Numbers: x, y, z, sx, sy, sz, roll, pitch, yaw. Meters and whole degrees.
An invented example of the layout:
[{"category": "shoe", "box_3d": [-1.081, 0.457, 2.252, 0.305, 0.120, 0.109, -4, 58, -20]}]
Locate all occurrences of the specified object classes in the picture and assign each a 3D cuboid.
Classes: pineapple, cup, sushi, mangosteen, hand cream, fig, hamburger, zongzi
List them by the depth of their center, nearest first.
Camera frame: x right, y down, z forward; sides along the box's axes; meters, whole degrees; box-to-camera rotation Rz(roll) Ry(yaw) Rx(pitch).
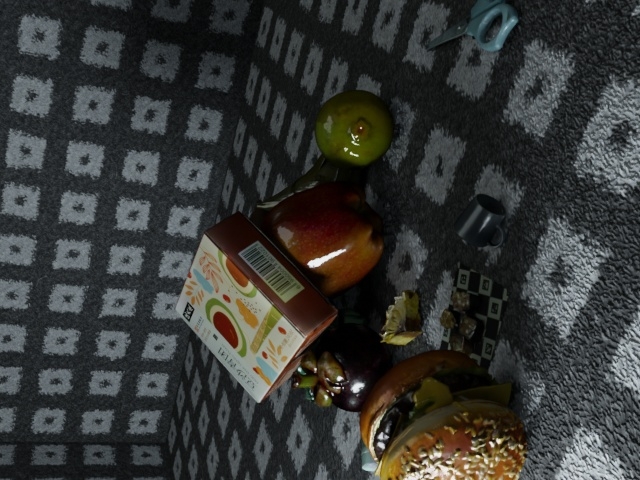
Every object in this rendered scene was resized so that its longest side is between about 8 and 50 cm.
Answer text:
[{"category": "hamburger", "box_3d": [0.217, 0.352, 1.245, 0.225, 0.291, 0.290, -122, 44, -52]}, {"category": "cup", "box_3d": [0.317, -0.033, 1.374, 0.100, 0.078, 0.077, 43, 127, 22]}, {"category": "sushi", "box_3d": [0.283, 0.165, 1.426, 0.193, 0.040, 0.210, -144, 63, -65]}, {"category": "pineapple", "box_3d": [0.188, 0.182, 1.621, 0.116, 0.069, 0.137, -138, 60, -65]}, {"category": "mangosteen", "box_3d": [0.047, 0.309, 1.689, 0.211, 0.250, 0.211, 164, 90, -72]}, {"category": "hand cream", "box_3d": [0.122, 0.469, 1.743, 0.076, 0.047, 0.174, 121, 157, -46]}, {"category": "fig", "box_3d": [0.085, -0.278, 1.845, 0.230, 0.207, 0.207, 114, 159, -77]}, {"category": "zongzi", "box_3d": [-0.027, -0.177, 2.001, 0.125, 0.275, 0.250, 11, -88, -81]}]

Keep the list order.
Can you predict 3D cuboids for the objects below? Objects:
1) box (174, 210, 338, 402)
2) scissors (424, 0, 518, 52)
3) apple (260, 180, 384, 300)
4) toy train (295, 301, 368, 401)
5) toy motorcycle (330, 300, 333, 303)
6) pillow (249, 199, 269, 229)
[{"category": "box", "box_3d": [-0.175, 0.174, 1.781, 0.344, 0.122, 0.385, 45, 140, 12]}, {"category": "scissors", "box_3d": [0.320, -0.465, 1.545, 0.360, 0.030, 0.191, 171, 108, -70]}, {"category": "apple", "box_3d": [0.000, 0.000, 1.815, 0.317, 0.288, 0.288, -32, 46, 20]}, {"category": "toy train", "box_3d": [0.030, 0.293, 1.862, 0.115, 0.155, 0.269, -158, 75, -70]}, {"category": "toy motorcycle", "box_3d": [-0.018, 0.239, 2.100, 0.122, 0.080, 0.215, -115, 39, -49]}, {"category": "pillow", "box_3d": [-0.116, 0.063, 2.009, 0.108, 0.305, 0.307, -34, 18, 27]}]
